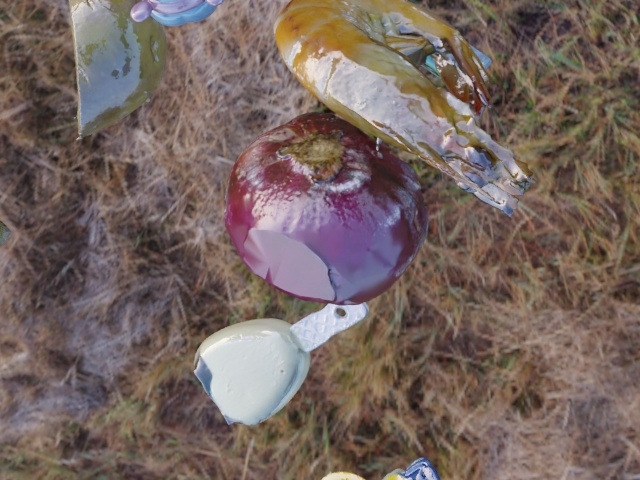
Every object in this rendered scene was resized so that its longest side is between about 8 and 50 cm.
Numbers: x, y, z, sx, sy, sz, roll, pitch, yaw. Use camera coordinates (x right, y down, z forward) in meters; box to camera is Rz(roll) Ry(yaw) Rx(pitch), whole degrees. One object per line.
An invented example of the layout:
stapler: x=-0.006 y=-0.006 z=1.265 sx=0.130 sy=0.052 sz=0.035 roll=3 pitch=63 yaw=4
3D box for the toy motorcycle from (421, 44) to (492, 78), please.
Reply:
toy motorcycle: x=0.121 y=-0.254 z=1.077 sx=0.173 sy=0.100 sz=0.058 roll=33 pitch=97 yaw=-10

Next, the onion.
onion: x=0.000 y=0.000 z=0.825 sx=0.195 sy=0.140 sz=0.218 roll=26 pitch=143 yaw=25

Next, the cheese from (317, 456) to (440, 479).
cheese: x=0.056 y=0.319 z=0.937 sx=0.069 sy=0.177 sz=0.270 roll=-2 pitch=147 yaw=-38

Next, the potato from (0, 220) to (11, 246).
potato: x=-0.441 y=0.061 z=0.849 sx=0.112 sy=0.269 sz=0.255 roll=34 pitch=85 yaw=-4

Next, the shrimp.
shrimp: x=0.065 y=-0.110 z=0.627 sx=0.150 sy=0.248 sz=0.068 roll=-17 pitch=145 yaw=-24

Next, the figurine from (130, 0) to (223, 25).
figurine: x=-0.157 y=-0.378 z=1.055 sx=0.205 sy=0.260 sz=0.103 roll=-9 pitch=160 yaw=-2

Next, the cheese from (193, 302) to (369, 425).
cheese: x=-0.042 y=0.132 z=1.066 sx=0.251 sy=0.054 sz=0.127 roll=-34 pitch=91 yaw=28

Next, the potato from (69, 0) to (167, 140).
potato: x=-0.283 y=-0.240 z=1.245 sx=0.138 sy=0.098 sz=0.243 roll=-6 pitch=135 yaw=-17
